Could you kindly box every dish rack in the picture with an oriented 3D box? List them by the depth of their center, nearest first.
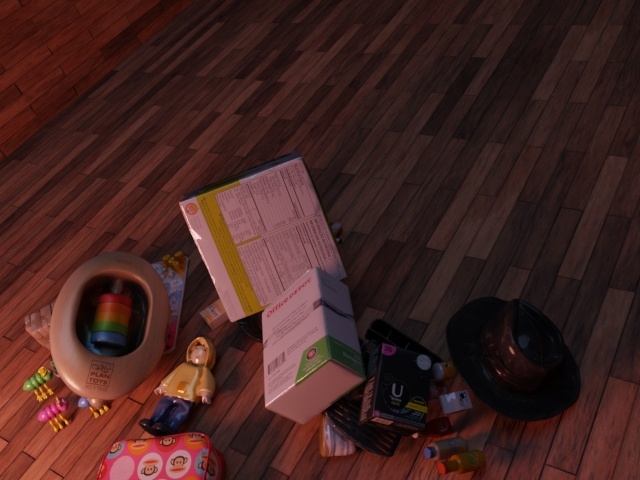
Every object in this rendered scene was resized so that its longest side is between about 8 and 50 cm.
[{"bbox_3d":[0.143,0.341,1.444,0.208,0.074,0.271,33,58,3],"label":"dish rack"}]

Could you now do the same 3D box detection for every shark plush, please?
[{"bbox_3d":[0.000,0.000,1.966,0.161,0.073,0.067,-40,21,9],"label":"shark plush"}]

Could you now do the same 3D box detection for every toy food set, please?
[{"bbox_3d":[0.256,0.384,1.357,0.104,0.111,0.232,-2,66,-28],"label":"toy food set"}]

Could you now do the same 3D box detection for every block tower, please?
[{"bbox_3d":[-0.714,0.205,1.919,0.335,0.097,0.091,-30,43,-6],"label":"block tower"}]

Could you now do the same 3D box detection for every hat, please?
[{"bbox_3d":[0.440,0.223,1.399,0.331,0.134,0.331,5,44,-5],"label":"hat"}]

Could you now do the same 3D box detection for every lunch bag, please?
[{"bbox_3d":[-0.374,0.581,1.431,0.293,0.120,0.258,-9,44,13],"label":"lunch bag"}]

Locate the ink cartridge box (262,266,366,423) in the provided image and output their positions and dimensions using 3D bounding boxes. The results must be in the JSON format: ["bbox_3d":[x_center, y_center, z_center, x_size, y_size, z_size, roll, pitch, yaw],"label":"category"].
[{"bbox_3d":[-0.024,0.236,1.460,0.211,0.121,0.289,-41,33,25],"label":"ink cartridge box"}]

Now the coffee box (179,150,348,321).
[{"bbox_3d":[-0.149,-0.029,1.733,0.334,0.338,0.337,-22,12,-1],"label":"coffee box"}]

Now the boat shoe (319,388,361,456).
[{"bbox_3d":[0.047,0.370,1.499,0.096,0.098,0.277,4,62,-6],"label":"boat shoe"}]

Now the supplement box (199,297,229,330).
[{"bbox_3d":[-0.296,0.210,1.857,0.098,0.036,0.062,-37,43,-16],"label":"supplement box"}]

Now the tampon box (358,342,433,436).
[{"bbox_3d":[0.162,0.323,1.361,0.120,0.101,0.161,16,61,-9],"label":"tampon box"}]

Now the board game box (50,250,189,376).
[{"bbox_3d":[-0.619,0.216,1.973,0.390,0.050,0.390,-13,43,9],"label":"board game box"}]

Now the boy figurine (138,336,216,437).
[{"bbox_3d":[-0.347,0.384,1.659,0.177,0.092,0.285,7,52,32],"label":"boy figurine"}]

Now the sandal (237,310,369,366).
[{"bbox_3d":[-0.062,0.222,1.694,0.445,0.107,0.167,20,57,36],"label":"sandal"}]

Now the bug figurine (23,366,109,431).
[{"bbox_3d":[-0.713,0.395,1.767,0.216,0.072,0.279,-38,58,-10],"label":"bug figurine"}]

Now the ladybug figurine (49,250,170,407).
[{"bbox_3d":[-0.575,0.243,1.728,0.305,0.162,0.449,15,52,-17],"label":"ladybug figurine"}]
